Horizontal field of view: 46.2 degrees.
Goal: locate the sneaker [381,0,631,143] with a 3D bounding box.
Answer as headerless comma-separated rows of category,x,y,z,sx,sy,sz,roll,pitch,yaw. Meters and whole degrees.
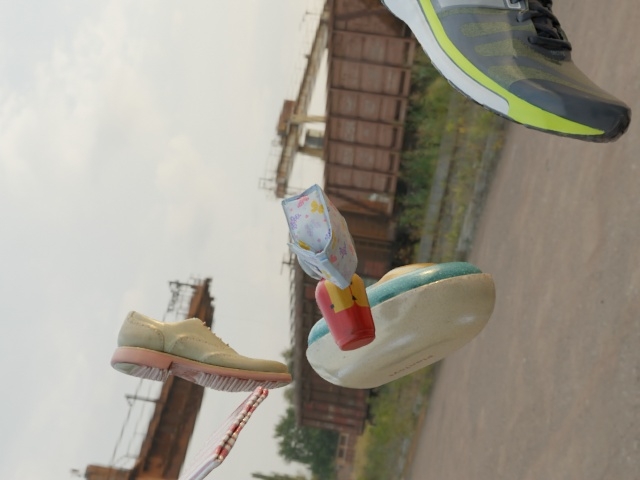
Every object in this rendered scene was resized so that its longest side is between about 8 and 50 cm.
sneaker,0.134,-0.191,0.580,0.111,0.300,0.121,-3,-41,-49

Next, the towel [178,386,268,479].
towel,-0.151,0.309,1.110,0.144,0.029,0.197,-48,1,27

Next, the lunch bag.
lunch bag,0.000,0.000,0.729,0.071,0.053,0.083,48,-161,-53

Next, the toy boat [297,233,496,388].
toy boat,0.076,0.079,0.947,0.318,0.267,0.148,31,-145,-60

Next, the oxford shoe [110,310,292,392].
oxford shoe,-0.248,0.242,1.650,0.140,0.397,0.146,133,147,-56
